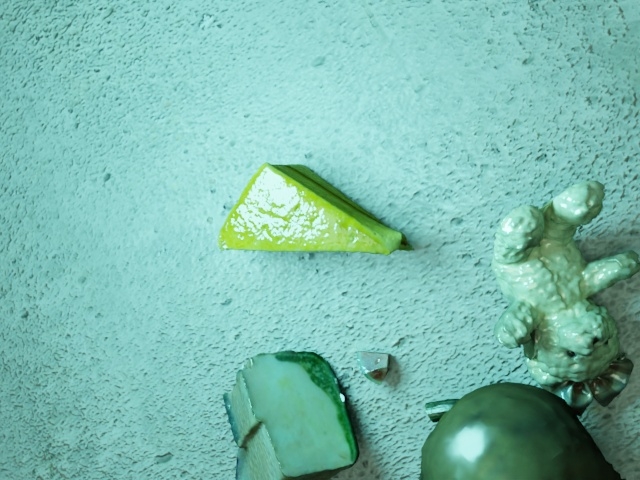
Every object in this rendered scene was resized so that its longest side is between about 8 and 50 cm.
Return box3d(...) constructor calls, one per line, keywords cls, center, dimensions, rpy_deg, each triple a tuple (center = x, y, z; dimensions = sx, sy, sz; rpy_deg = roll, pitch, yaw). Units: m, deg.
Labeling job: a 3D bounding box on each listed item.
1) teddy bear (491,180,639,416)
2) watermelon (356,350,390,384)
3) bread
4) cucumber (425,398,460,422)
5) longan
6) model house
box3d(cls="teddy bear", center=(0.497, 0.134, 1.378), dimensions=(0.327, 0.375, 0.362), rpy_deg=(-22, 68, -8))
box3d(cls="watermelon", center=(0.126, 0.279, 1.635), dimensions=(0.092, 0.084, 0.072), rpy_deg=(43, 96, -2))
box3d(cls="bread", center=(0.000, 0.000, 1.576), dimensions=(0.361, 0.233, 0.245), rpy_deg=(34, 104, 13))
box3d(cls="cucumber", center=(0.292, 0.382, 1.599), dimensions=(0.105, 0.048, 0.048), rpy_deg=(-15, 89, 19))
box3d(cls="longan", center=(0.392, 0.486, 1.376), dimensions=(0.404, 0.436, 0.404), rpy_deg=(-1, 54, 1))
box3d(cls="model house", center=(-0.101, 0.450, 1.666), dimensions=(0.284, 0.243, 0.298), rpy_deg=(-52, 49, 40))
